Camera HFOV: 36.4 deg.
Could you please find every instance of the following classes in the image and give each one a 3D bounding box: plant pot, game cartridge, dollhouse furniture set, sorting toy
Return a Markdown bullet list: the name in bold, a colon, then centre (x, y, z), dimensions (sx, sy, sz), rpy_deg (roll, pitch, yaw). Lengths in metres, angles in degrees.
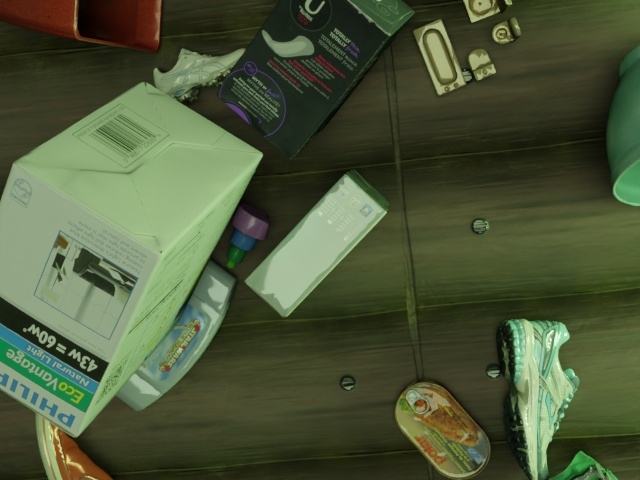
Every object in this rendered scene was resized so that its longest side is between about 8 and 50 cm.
- **plant pot**: centre (0.558, -0.200, 1.460), dimensions (0.293, 0.293, 0.196), rpy_deg (-14, 70, 7)
- **game cartridge**: centre (-0.286, 0.140, 1.678), dimensions (0.198, 0.062, 0.297), rpy_deg (37, 99, 4)
- **plant pot**: centre (-0.411, -0.444, 1.525), dimensions (0.236, 0.267, 0.267), rpy_deg (6, 98, 16)
- **dollhouse furniture set**: centre (0.232, -0.323, 1.534), dimensions (0.151, 0.123, 0.144), rpy_deg (-21, 94, 8)
- **sorting toy**: centre (-0.265, -0.063, 1.616), dimensions (0.366, 0.127, 0.126), rpy_deg (28, 103, 3)

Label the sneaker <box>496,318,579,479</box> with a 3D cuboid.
- **sneaker**: centre (0.371, 0.265, 1.604), dimensions (0.122, 0.110, 0.282), rpy_deg (-7, 101, -5)

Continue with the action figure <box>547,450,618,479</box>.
- **action figure**: centre (0.389, 0.461, 1.641), dimensions (0.232, 0.063, 0.137), rpy_deg (-42, 119, 15)

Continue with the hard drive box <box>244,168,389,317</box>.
- **hard drive box**: centre (0.000, 0.000, 1.568), dimensions (0.089, 0.181, 0.232), rpy_deg (43, 98, 0)

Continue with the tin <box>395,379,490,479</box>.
- **tin**: centre (0.207, 0.322, 1.660), dimensions (0.106, 0.040, 0.189), rpy_deg (-41, 92, 5)

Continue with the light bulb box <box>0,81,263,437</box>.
- **light bulb box**: centre (-0.303, 0.018, 1.410), dimensions (0.225, 0.358, 0.361), rpy_deg (32, 121, 3)

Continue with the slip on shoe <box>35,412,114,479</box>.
- **slip on shoe**: centre (-0.415, 0.427, 1.703), dimensions (0.101, 0.123, 0.331), rpy_deg (-24, 94, -15)

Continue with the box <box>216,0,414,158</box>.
- **box**: centre (-0.009, -0.289, 1.504), dimensions (0.165, 0.143, 0.270), rpy_deg (41, 125, -2)

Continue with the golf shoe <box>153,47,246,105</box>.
- **golf shoe**: centre (-0.199, -0.289, 1.611), dimensions (0.176, 0.069, 0.086), rpy_deg (-26, 88, 7)
